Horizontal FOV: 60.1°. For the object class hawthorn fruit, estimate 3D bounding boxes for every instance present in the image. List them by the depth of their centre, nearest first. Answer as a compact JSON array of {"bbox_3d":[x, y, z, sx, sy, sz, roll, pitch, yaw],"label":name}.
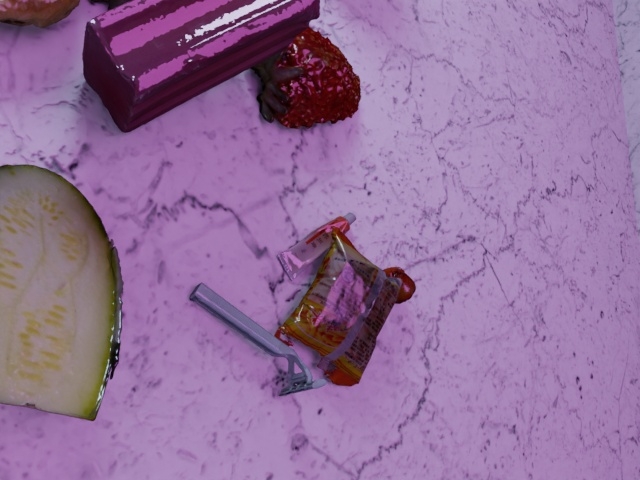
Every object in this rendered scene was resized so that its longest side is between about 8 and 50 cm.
[{"bbox_3d":[0.177,0.104,1.246,0.077,0.077,0.077,11,73,-38],"label":"hawthorn fruit"}]

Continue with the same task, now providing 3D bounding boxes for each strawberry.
[{"bbox_3d":[0.000,-0.366,1.167,0.306,0.138,0.233,-18,90,-40],"label":"strawberry"}]

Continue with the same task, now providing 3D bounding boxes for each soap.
[{"bbox_3d":[-0.181,-0.321,0.881,0.359,0.233,0.128,-36,102,-22],"label":"soap"}]

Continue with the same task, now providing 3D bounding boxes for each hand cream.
[{"bbox_3d":[-0.001,-0.001,1.149,0.052,0.038,0.216,44,54,10],"label":"hand cream"}]

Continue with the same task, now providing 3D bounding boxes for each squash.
[{"bbox_3d":[-0.365,0.045,0.717,0.234,0.210,0.309,34,64,-43],"label":"squash"}]

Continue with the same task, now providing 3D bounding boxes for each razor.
[{"bbox_3d":[-0.114,0.172,0.984,0.278,0.111,0.056,46,51,-12],"label":"razor"}]

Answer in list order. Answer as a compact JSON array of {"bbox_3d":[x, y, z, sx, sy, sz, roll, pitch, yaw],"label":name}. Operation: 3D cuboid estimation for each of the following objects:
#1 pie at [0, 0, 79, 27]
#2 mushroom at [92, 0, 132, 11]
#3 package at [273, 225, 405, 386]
[{"bbox_3d":[-0.484,-0.458,0.795,0.339,0.083,0.339,8,74,-29],"label":"pie"},{"bbox_3d":[-0.319,-0.469,0.946,0.141,0.117,0.188,-15,85,-53],"label":"mushroom"},{"bbox_3d":[0.051,0.128,1.106,0.223,0.108,0.288,35,65,-24],"label":"package"}]
